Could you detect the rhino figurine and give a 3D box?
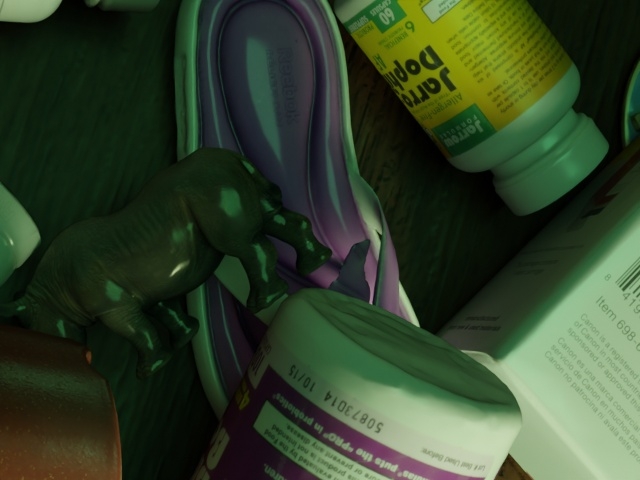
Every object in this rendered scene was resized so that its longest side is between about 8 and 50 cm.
[{"bbox_3d":[-0.121,0.029,0.904,0.243,0.073,0.106,-30,97,15],"label":"rhino figurine"}]

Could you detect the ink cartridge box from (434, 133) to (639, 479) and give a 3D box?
[{"bbox_3d":[0.315,0.051,1.034,0.384,0.160,0.279,-43,97,-13],"label":"ink cartridge box"}]

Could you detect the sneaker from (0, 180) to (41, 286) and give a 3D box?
[{"bbox_3d":[-0.311,-0.059,0.858,0.290,0.106,0.123,46,68,-12],"label":"sneaker"}]

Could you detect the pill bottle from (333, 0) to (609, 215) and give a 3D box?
[{"bbox_3d":[0.114,-0.125,1.027,0.117,0.117,0.208,-42,100,-20],"label":"pill bottle"}]

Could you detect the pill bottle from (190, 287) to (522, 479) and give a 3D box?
[{"bbox_3d":[-0.012,0.195,0.878,0.169,0.169,0.302,24,99,-17],"label":"pill bottle"}]

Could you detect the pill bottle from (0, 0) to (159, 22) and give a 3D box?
[{"bbox_3d":[-0.216,-0.207,0.900,0.229,0.131,0.131,2,83,-21],"label":"pill bottle"}]

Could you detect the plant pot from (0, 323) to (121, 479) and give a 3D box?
[{"bbox_3d":[-0.269,0.138,0.778,0.265,0.272,0.273,10,80,-32],"label":"plant pot"}]

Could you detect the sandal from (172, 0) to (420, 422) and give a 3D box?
[{"bbox_3d":[-0.014,0.004,0.970,0.169,0.102,0.416,-16,90,-22],"label":"sandal"}]

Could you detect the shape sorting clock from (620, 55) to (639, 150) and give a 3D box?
[{"bbox_3d":[0.340,-0.088,1.153,0.206,0.040,0.206,3,82,-21],"label":"shape sorting clock"}]
